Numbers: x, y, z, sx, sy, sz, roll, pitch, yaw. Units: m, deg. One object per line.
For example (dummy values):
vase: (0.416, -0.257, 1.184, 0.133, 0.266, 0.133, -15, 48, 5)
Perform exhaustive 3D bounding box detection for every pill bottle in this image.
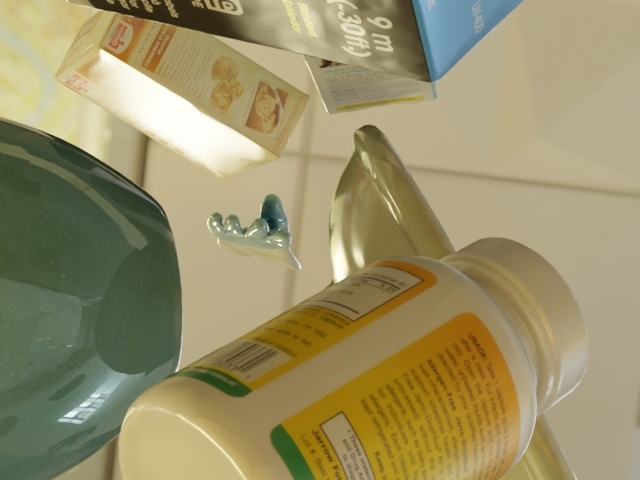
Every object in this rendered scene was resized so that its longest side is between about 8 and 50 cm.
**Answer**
pill bottle: (0.023, 0.077, 0.846, 0.208, 0.117, 0.117, -29, -152, -36)

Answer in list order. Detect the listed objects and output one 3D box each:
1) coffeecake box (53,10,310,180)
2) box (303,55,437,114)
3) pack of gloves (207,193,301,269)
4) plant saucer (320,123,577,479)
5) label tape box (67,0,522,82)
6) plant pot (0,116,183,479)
coffeecake box: (-0.125, -0.135, 1.652, 0.185, 0.068, 0.142, 31, 163, -18)
box: (0.032, -0.183, 1.547, 0.100, 0.060, 0.244, -7, 160, 7)
pack of gloves: (0.000, 0.000, 1.697, 0.195, 0.046, 0.232, 14, 174, 3)
plant saucer: (0.087, 0.112, 1.359, 0.100, 0.400, 0.400, -27, -172, 0)
label tape box: (0.004, -0.192, 0.903, 0.334, 0.106, 0.240, 14, 155, 20)
plant pot: (-0.205, 0.044, 1.293, 0.195, 0.290, 0.290, -4, -171, -18)
